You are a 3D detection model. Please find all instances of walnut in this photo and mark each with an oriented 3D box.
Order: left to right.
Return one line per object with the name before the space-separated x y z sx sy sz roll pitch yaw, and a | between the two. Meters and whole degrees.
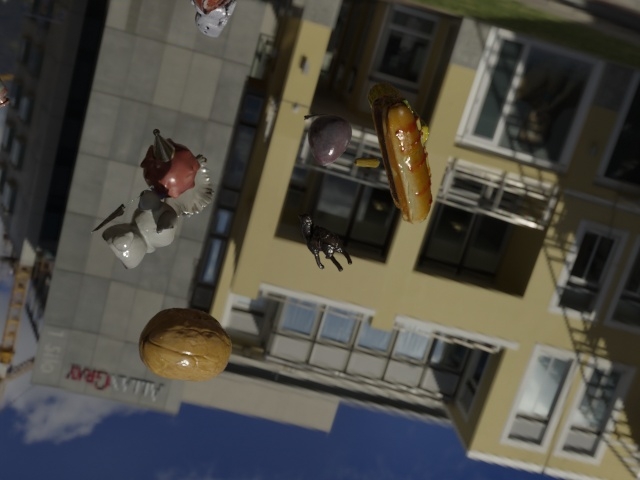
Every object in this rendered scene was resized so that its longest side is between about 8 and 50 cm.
walnut | -0.290 0.223 1.763 0.197 0.165 0.165 25 -174 -38

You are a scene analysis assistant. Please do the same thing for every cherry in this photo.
cherry | 0.000 -0.283 2.304 0.188 0.147 0.115 2 -173 37

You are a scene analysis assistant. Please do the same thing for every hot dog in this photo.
hot dog | 0.142 -0.128 1.331 0.076 0.250 0.104 -22 -141 -2

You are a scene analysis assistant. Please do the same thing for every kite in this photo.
kite | -0.396 -0.061 1.644 0.011 0.157 0.139 53 173 -18

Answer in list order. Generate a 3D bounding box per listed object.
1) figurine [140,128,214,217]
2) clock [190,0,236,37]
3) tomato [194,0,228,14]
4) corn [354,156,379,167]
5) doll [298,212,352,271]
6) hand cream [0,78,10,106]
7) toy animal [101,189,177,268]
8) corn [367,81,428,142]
figurine | -0.400 -0.178 2.207 0.166 0.207 0.387 29 168 20
clock | -0.325 -0.663 2.384 0.117 0.079 0.176 25 160 -15
tomato | -0.261 -0.685 2.050 0.112 0.228 0.199 36 -169 4
corn | 0.133 -0.220 2.311 0.083 0.028 0.027 -1 -127 -30
doll | 0.000 0.000 2.128 0.057 0.165 0.139 -36 -162 -23
hand cream | -0.702 -0.366 1.682 0.043 0.209 0.067 -11 -142 13
toy animal | -0.458 -0.026 2.096 0.127 0.193 0.178 52 178 5
corn | 0.154 -0.256 1.654 0.067 0.067 0.206 7 -148 -33
